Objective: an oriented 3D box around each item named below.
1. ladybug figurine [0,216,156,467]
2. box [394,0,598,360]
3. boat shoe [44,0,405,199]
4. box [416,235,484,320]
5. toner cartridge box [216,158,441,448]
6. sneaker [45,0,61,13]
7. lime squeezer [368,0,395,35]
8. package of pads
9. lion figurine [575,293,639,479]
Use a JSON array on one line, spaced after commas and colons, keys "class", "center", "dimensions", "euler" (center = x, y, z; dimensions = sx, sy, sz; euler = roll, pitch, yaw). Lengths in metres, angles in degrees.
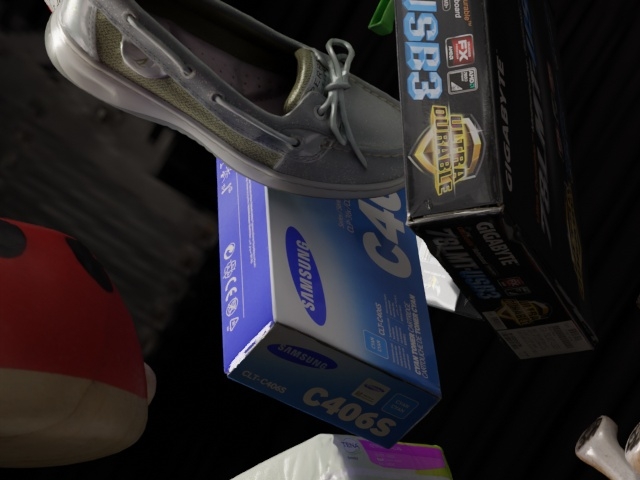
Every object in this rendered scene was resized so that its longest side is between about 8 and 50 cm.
[{"class": "ladybug figurine", "center": [-0.304, 0.046, 1.184], "dimensions": [0.449, 0.162, 0.305], "euler": [13, 179, -37]}, {"class": "box", "center": [0.122, -0.096, 1.257], "dimensions": [0.293, 0.073, 0.296], "euler": [50, -147, -62]}, {"class": "boat shoe", "center": [-0.056, -0.131, 1.411], "dimensions": [0.320, 0.103, 0.118], "euler": [25, -134, -11]}, {"class": "box", "center": [0.109, -0.027, 1.922], "dimensions": [0.059, 0.183, 0.232], "euler": [17, 178, -41]}, {"class": "toner cartridge box", "center": [0.000, 0.000, 1.504], "dimensions": [0.165, 0.075, 0.348], "euler": [25, -145, -25]}, {"class": "sneaker", "center": [-0.180, -0.175, 1.586], "dimensions": [0.145, 0.090, 0.270], "euler": [60, 177, 38]}, {"class": "lime squeezer", "center": [0.069, -0.294, 1.480], "dimensions": [0.110, 0.310, 0.059], "euler": [14, 156, -35]}, {"class": "package of pads", "center": [-0.029, 0.291, 1.770], "dimensions": [0.229, 0.296, 0.101], "euler": [16, -130, -56]}, {"class": "lion figurine", "center": [0.306, 0.130, 1.137], "dimensions": [0.240, 0.142, 0.392], "euler": [37, -133, -1]}]
